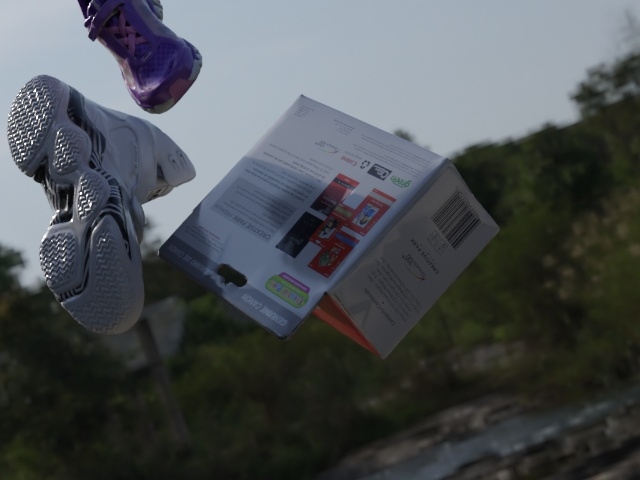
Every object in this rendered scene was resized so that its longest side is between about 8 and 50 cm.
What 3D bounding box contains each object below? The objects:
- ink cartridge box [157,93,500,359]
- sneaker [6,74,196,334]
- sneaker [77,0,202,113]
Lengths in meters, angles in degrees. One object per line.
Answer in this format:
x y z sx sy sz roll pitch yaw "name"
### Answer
0.000 0.000 1.878 0.272 0.130 0.309 -47 37 -10 "ink cartridge box"
-0.243 -0.039 1.997 0.210 0.366 0.137 13 -47 -46 "sneaker"
-0.218 -0.233 1.857 0.095 0.236 0.104 -43 -48 6 "sneaker"
